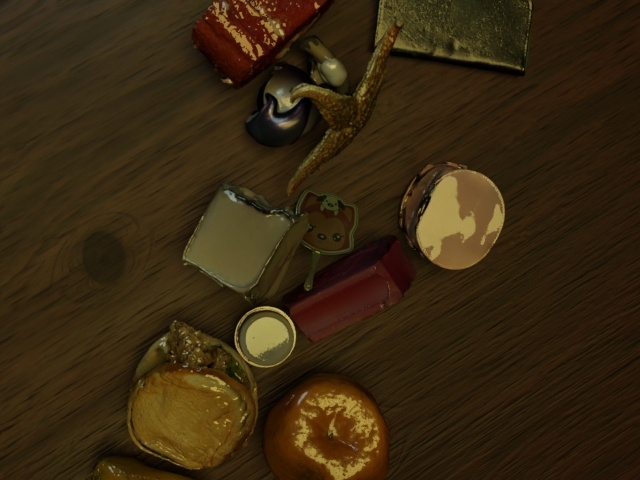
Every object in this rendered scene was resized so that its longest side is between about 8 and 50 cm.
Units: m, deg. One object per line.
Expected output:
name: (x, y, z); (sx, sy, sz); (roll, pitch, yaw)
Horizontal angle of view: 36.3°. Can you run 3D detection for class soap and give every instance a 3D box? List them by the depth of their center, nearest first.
soap: (0.047, 0.103, 1.845); (0.250, 0.162, 0.099); (-29, 104, 23)

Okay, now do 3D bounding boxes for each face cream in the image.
face cream: (-0.107, 0.180, 1.852); (0.117, 0.104, 0.117); (-1, 94, -10)

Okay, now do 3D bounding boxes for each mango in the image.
mango: (-0.312, 0.478, 1.804); (0.249, 0.151, 0.156); (35, 120, -14)

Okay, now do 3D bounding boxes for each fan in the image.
fan: (0.000, 0.000, 1.861); (0.132, 0.009, 0.219); (19, 61, -5)

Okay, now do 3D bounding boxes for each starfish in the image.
starfish: (0.041, -0.235, 1.759); (0.094, 0.327, 0.375); (37, 94, 15)

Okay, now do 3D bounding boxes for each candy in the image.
candy: (-0.132, 0.005, 1.796); (0.185, 0.137, 0.195); (27, 89, 19)

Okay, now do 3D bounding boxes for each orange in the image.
orange: (0.007, 0.380, 1.848); (0.249, 0.183, 0.248); (1, 75, -5)

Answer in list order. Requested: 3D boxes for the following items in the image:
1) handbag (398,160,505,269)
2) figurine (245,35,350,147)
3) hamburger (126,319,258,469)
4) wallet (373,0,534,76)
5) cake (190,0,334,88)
handbag: (0.253, -0.050, 1.902); (0.179, 0.116, 0.205); (26, 89, -11)
figurine: (-0.041, -0.260, 1.828); (0.222, 0.145, 0.145); (-44, 100, -7)
hamburger: (-0.239, 0.292, 1.801); (0.243, 0.146, 0.286); (-16, 111, 9)
wallet: (0.263, -0.428, 1.920); (0.318, 0.045, 0.172); (6, 95, -12)
cake: (-0.106, -0.407, 1.786); (0.151, 0.177, 0.283); (46, 79, -9)
